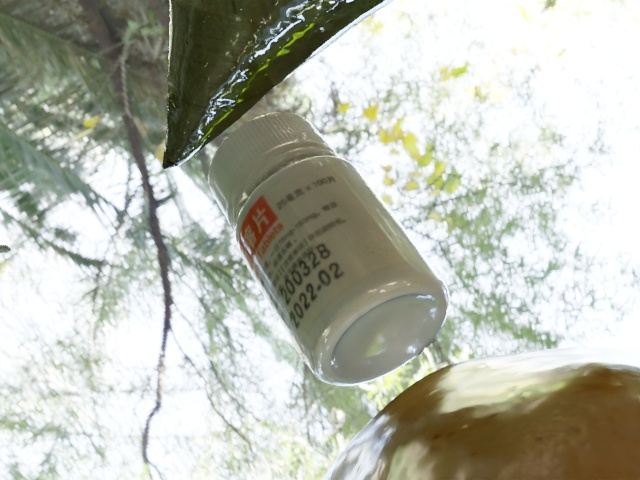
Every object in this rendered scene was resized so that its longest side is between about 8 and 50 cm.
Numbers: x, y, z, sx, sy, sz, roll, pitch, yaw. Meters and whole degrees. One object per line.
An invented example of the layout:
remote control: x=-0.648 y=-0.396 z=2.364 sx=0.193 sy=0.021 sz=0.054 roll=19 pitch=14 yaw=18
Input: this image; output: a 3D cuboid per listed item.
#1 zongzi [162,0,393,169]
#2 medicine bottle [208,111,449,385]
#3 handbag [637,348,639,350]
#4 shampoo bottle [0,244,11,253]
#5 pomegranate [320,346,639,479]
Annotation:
zongzi: x=0.035 y=-0.167 z=0.522 sx=0.322 sy=0.361 sz=0.160 roll=25 pitch=-158 yaw=30
medicine bottle: x=0.000 y=0.000 z=0.827 sx=0.144 sy=0.145 sz=0.252 roll=-27 pitch=-126 yaw=-6
handbag: x=0.393 y=0.160 z=0.748 sx=0.416 sy=0.180 sz=0.317 roll=-32 pitch=-96 yaw=-17
shampoo bottle: x=-0.416 y=0.073 z=0.909 sx=0.262 sy=0.085 sz=0.085 roll=-38 pitch=-149 yaw=31
pomegranate: x=0.111 y=0.244 z=0.455 sx=0.411 sy=0.412 sz=0.412 roll=-12 pitch=-139 yaw=11
